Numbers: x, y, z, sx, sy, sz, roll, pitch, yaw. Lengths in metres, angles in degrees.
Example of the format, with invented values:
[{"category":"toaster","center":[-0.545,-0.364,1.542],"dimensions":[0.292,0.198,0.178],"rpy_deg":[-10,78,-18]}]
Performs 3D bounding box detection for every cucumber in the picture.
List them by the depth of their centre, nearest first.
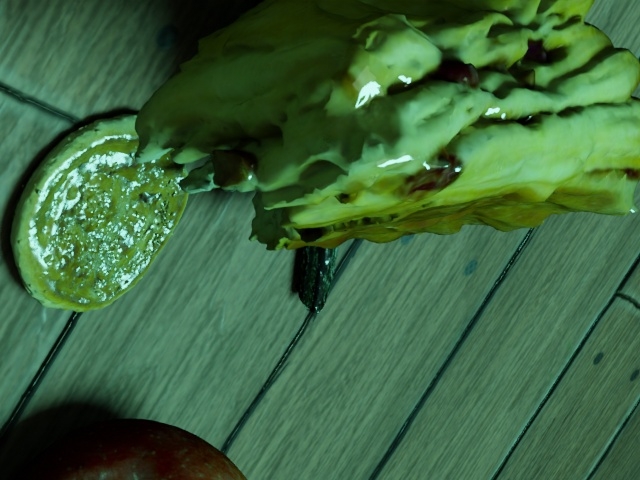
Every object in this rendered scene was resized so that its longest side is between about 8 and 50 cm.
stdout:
[{"category":"cucumber","center":[0.001,0.001,1.125],"dimensions":[0.033,0.034,0.135],"rpy_deg":[-15,129,-34]}]

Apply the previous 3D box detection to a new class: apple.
[{"category":"apple","center":[-0.147,0.251,1.015],"dimensions":[0.218,0.218,0.201],"rpy_deg":[-36,147,-23]}]

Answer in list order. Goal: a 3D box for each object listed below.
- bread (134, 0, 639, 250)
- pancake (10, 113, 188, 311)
[{"category":"bread","center":[0.036,-0.094,0.887],"dimensions":[0.370,0.314,0.192],"rpy_deg":[-5,88,-45]},{"category":"pancake","center":[-0.156,-0.018,0.941],"dimensions":[0.158,0.028,0.158],"rpy_deg":[-29,135,-34]}]
